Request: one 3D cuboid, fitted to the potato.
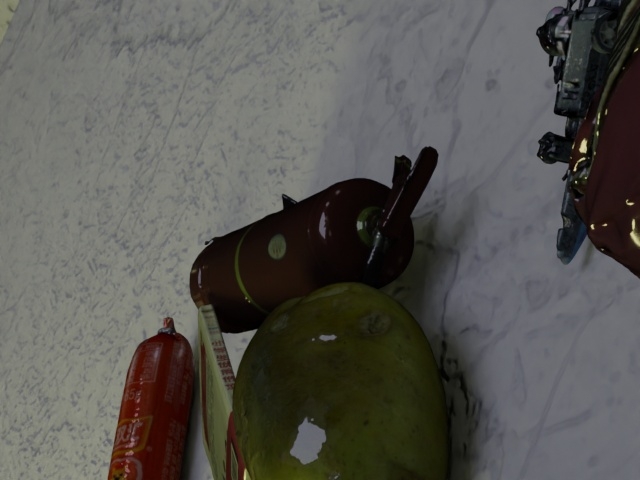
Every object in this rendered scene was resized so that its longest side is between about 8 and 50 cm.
[{"bbox_3d":[0.012,0.138,1.440,0.197,0.148,0.228,134,146,-52],"label":"potato"}]

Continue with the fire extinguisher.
[{"bbox_3d":[0.000,0.000,1.611,0.341,0.105,0.141,-22,51,60],"label":"fire extinguisher"}]

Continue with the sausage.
[{"bbox_3d":[-0.168,0.202,1.827,0.074,0.074,0.274,-33,42,50],"label":"sausage"}]

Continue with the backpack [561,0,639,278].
[{"bbox_3d":[0.264,-0.114,1.067,0.317,0.197,0.283,-43,20,36],"label":"backpack"}]

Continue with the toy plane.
[{"bbox_3d":[0.196,-0.106,1.341,0.169,0.078,0.246,10,80,63],"label":"toy plane"}]

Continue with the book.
[{"bbox_3d":[-0.080,0.186,1.638,0.232,0.022,0.162,-111,19,-56],"label":"book"}]
